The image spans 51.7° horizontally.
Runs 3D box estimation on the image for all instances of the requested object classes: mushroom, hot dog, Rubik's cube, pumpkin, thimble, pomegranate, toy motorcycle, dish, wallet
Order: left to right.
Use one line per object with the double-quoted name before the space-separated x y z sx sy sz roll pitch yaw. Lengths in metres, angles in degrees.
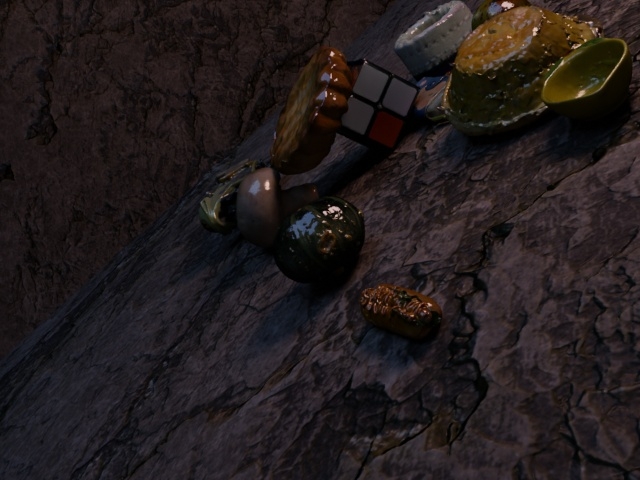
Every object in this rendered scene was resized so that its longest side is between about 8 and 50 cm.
"toy motorcycle" -0.230 -0.139 1.973 0.237 0.168 0.410 -28 17 17
"mushroom" -0.121 -0.082 1.657 0.206 0.209 0.206 -13 74 55
"pumpkin" -0.001 0.000 1.264 0.190 0.146 0.190 -49 -9 -10
"Rubik's cube" 0.117 -0.337 1.660 0.180 0.167 0.183 -67 18 4
"hot dog" 0.113 0.099 0.979 0.072 0.055 0.188 -48 21 -14
"wallet" 0.274 -0.351 1.644 0.141 0.059 0.202 -49 18 -3
"thimble" 0.333 -0.551 1.829 0.237 0.150 0.237 -34 21 15
"pomegranate" 0.409 -0.486 1.540 0.220 0.156 0.156 -41 19 -17
"dish" 0.445 -0.253 1.084 0.149 0.080 0.207 -33 22 27

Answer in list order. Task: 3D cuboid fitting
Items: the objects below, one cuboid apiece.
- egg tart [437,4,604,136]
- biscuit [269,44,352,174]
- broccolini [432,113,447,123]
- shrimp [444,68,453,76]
"egg tart" 0.371 -0.348 1.283 0.341 0.132 0.341 -29 35 23
"biscuit" -0.019 -0.299 1.576 0.326 0.107 0.325 -49 30 41
"broccolini" 0.364 -0.349 1.485 0.271 0.062 0.123 -30 16 33
"shrimp" 0.348 -0.433 1.653 0.095 0.045 0.162 -4 17 31
